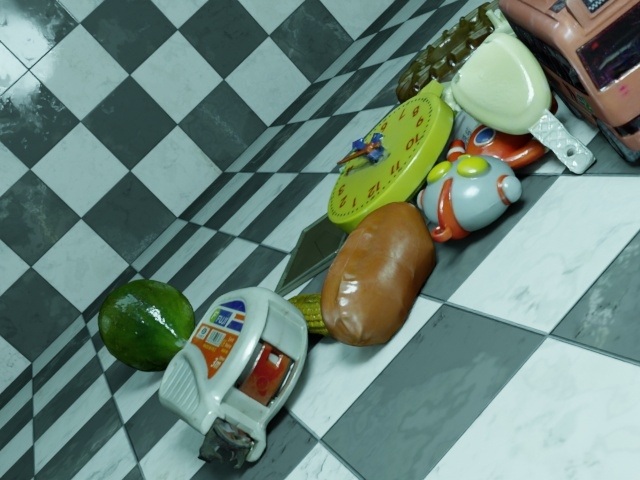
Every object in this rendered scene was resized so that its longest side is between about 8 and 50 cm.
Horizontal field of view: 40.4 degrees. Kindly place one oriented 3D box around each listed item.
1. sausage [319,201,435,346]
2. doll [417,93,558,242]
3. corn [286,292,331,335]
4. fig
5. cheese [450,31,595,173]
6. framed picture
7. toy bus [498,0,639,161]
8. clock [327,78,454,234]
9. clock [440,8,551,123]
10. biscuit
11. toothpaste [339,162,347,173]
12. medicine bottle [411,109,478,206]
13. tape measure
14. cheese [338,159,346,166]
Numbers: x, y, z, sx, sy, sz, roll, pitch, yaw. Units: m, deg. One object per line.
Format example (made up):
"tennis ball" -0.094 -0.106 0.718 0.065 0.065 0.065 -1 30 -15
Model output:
"sausage" 0.082 0.045 1.268 0.133 0.133 0.258 -24 25 49
"doll" 0.243 -0.111 1.307 0.200 0.105 0.336 -3 40 44
"corn" -0.005 0.118 1.393 0.068 0.068 0.207 -50 18 -21
"fig" -0.342 0.202 1.821 0.203 0.203 0.235 -45 40 -7
"cheese" 0.296 -0.185 1.239 0.127 0.054 0.251 -50 56 20
"framed picture" 0.000 0.000 1.758 0.189 0.023 0.260 -34 18 29
"toy bus" 0.392 -0.285 1.171 0.203 0.233 0.427 -39 16 14
"clock" 0.106 -0.141 1.475 0.277 0.071 0.293 -43 22 26
"clock" 0.363 -0.351 1.575 0.379 0.120 0.276 -46 21 -19
"biscuit" 0.306 -0.391 1.877 0.332 0.103 0.332 -40 16 14
"toothpaste" 0.121 -0.177 1.805 0.197 0.034 0.057 -24 9 -25
"medicine bottle" 0.190 -0.133 1.521 0.188 0.088 0.132 -23 31 51
"tape measure" -0.129 0.202 1.337 0.265 0.130 0.258 -58 21 -13
"cheese" 0.097 -0.124 1.783 0.085 0.034 0.400 -13 19 -1
